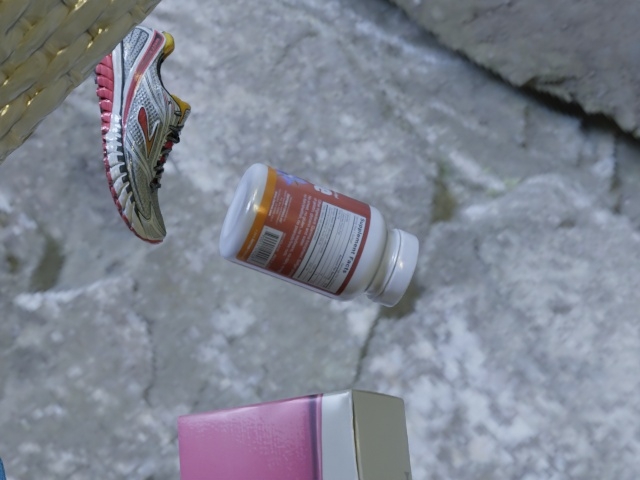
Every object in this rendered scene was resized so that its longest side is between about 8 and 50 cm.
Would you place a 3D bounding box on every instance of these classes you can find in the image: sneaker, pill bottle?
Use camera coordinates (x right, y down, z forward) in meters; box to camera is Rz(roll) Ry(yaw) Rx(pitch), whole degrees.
[{"bbox_3d":[-0.175,-0.108,1.359,0.088,0.093,0.225,-155,60,-84],"label":"sneaker"},{"bbox_3d":[0.000,0.000,1.577,0.216,0.121,0.121,21,144,-14],"label":"pill bottle"}]

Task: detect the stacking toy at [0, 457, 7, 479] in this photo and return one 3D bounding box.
[{"bbox_3d":[-0.298,0.298,1.233,0.302,0.175,0.165,-2,98,49],"label":"stacking toy"}]

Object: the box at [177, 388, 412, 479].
[{"bbox_3d":[-0.029,0.252,1.551,0.232,0.148,0.127,-12,74,25],"label":"box"}]

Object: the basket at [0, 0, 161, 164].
[{"bbox_3d":[-0.322,-0.236,0.943,0.266,0.331,0.328,42,175,37],"label":"basket"}]
